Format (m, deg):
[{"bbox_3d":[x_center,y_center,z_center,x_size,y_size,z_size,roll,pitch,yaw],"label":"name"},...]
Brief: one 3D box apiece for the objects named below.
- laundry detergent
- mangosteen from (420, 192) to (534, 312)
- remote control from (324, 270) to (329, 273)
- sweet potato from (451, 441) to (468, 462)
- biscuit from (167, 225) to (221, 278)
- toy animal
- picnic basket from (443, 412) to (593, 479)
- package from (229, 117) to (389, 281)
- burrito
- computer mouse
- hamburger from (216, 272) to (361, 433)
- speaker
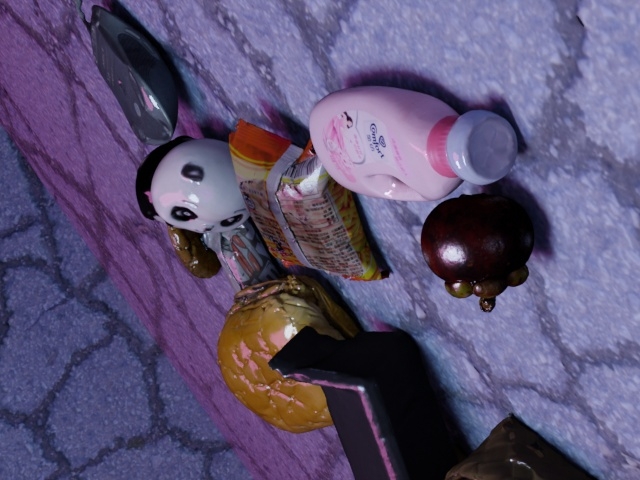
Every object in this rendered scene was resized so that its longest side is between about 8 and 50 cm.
[{"bbox_3d":[0.105,-0.112,1.351,0.159,0.088,0.335,59,160,-21],"label":"laundry detergent"},{"bbox_3d":[0.182,0.014,1.306,0.140,0.140,0.140,45,159,23],"label":"mangosteen"},{"bbox_3d":[0.000,0.000,1.857,0.074,0.032,0.122,39,156,36],"label":"remote control"},{"bbox_3d":[0.200,0.342,1.949,0.214,0.050,0.050,51,160,18],"label":"sweet potato"},{"bbox_3d":[-0.237,-0.033,2.175,0.226,0.042,0.226,-15,-90,-73],"label":"biscuit"},{"bbox_3d":[-0.210,-0.095,1.968,0.235,0.187,0.165,15,101,62],"label":"toy animal"},{"bbox_3d":[0.253,0.473,1.643,0.293,0.337,0.337,37,154,40],"label":"picnic basket"},{"bbox_3d":[-0.033,-0.047,1.716,0.223,0.108,0.288,13,134,42],"label":"package"},{"bbox_3d":[-0.120,0.087,2.172,0.445,0.101,0.139,62,177,-21],"label":"burrito"},{"bbox_3d":[-0.343,-0.327,2.035,0.379,0.090,0.167,55,154,23],"label":"computer mouse"},{"bbox_3d":[-0.056,0.208,2.039,0.319,0.158,0.318,19,131,24],"label":"hamburger"},{"bbox_3d":[0.088,0.322,1.840,0.184,0.180,0.388,-12,105,33],"label":"speaker"}]
